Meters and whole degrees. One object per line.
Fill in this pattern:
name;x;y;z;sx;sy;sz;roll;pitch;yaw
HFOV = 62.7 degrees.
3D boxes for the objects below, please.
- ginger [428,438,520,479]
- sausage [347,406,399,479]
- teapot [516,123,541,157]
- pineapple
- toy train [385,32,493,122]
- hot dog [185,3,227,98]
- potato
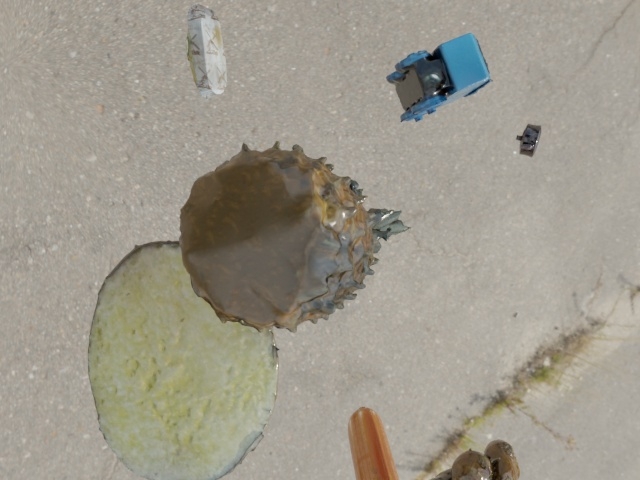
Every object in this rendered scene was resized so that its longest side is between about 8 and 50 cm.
ginger;0.219;0.322;0.704;0.162;0.073;0.103;12;120;-43
sausage;0.114;0.476;1.167;0.093;0.312;0.093;-1;109;-4
teapot;0.428;-0.210;1.085;0.100;0.045;0.068;-53;154;-51
pineapple;-0.001;0.003;0.554;0.166;0.165;0.364;-68;165;5
toy train;0.355;-0.486;1.583;0.265;0.300;0.188;-22;94;-3
hot dog;-0.245;-0.405;1.126;0.099;0.053;0.192;-35;121;-57
potato;-0.153;0.143;0.656;0.239;0.116;0.299;2;98;14
